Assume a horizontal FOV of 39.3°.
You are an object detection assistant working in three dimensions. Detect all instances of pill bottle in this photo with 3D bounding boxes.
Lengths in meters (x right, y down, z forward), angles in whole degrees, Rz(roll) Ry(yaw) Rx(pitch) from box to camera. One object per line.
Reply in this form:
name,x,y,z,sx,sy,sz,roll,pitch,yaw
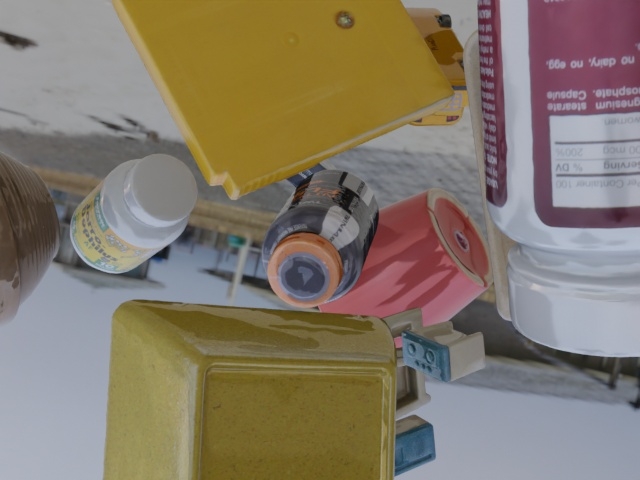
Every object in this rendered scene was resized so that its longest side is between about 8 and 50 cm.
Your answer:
pill bottle,0.000,0.000,1.160,0.130,0.130,0.246,13,-159,5
pill bottle,0.249,-0.117,0.760,0.224,0.392,0.224,-5,-165,1
pill bottle,-0.239,-0.036,1.158,0.117,0.118,0.208,13,159,-29

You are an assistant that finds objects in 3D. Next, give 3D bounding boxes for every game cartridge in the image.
game cartridge,-0.041,-0.227,1.071,0.323,0.285,0.053,-25,170,-19

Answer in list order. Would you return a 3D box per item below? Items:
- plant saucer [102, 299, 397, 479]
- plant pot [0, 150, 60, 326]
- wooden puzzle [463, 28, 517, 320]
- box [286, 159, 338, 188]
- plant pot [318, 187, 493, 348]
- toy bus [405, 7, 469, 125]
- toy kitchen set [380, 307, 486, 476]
plant saucer,-0.041,0.231,0.871,0.333,0.333,0.081,7,172,-36
plant pot,-0.386,-0.019,1.064,0.109,0.237,0.237,-20,-158,-39
wooden puzzle,0.347,-0.093,1.042,0.322,0.348,0.080,-6,177,-5
box,-0.045,-0.140,1.480,0.232,0.059,0.183,39,-172,-32
plant pot,0.152,0.051,1.572,0.243,0.275,0.275,-32,155,28
toy bus,0.177,-0.300,1.535,0.108,0.130,0.333,-1,-143,-8
toy kitchen set,0.106,0.202,1.062,0.122,0.207,0.166,-15,-164,-27
